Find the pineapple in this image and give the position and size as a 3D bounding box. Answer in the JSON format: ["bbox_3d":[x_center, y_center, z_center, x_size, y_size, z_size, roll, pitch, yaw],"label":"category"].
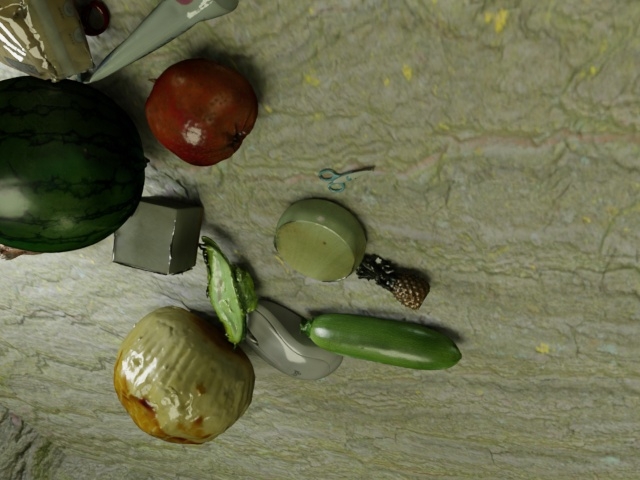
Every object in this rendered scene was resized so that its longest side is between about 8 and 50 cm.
[{"bbox_3d":[0.148,0.085,1.306,0.159,0.074,0.074,28,143,8],"label":"pineapple"}]

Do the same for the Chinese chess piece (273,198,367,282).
[{"bbox_3d":[0.000,0.000,1.271,0.189,0.083,0.188,16,140,14],"label":"Chinese chess piece"}]

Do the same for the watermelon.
[{"bbox_3d":[-0.501,-0.138,1.152,0.363,0.363,0.363,15,142,12],"label":"watermelon"}]

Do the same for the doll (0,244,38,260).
[{"bbox_3d":[-0.818,-0.021,1.621,0.303,0.156,0.201,-2,137,36],"label":"doll"}]

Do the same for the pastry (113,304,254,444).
[{"bbox_3d":[-0.374,0.370,1.668,0.389,0.312,0.388,35,177,2],"label":"pastry"}]

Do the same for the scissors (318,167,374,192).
[{"bbox_3d":[0.050,-0.118,1.153,0.119,0.014,0.058,-12,131,42],"label":"scissors"}]

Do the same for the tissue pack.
[{"bbox_3d":[-0.495,-0.391,0.992,0.215,0.123,0.256,25,141,31],"label":"tissue pack"}]

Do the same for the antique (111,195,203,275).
[{"bbox_3d":[-0.349,-0.013,1.360,0.147,0.148,0.151,13,100,14],"label":"antique"}]

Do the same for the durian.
[{"bbox_3d":[-0.220,0.128,1.507,0.132,0.106,0.375,3,130,18],"label":"durian"}]

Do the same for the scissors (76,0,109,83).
[{"bbox_3d":[-0.459,-0.360,1.133,0.144,0.017,0.247,29,144,-5],"label":"scissors"}]

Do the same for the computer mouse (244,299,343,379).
[{"bbox_3d":[-0.088,0.274,1.612,0.297,0.121,0.184,30,144,-9],"label":"computer mouse"}]

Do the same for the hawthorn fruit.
[{"bbox_3d":[-0.211,-0.226,1.049,0.200,0.179,0.179,40,145,13],"label":"hawthorn fruit"}]

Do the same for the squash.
[{"bbox_3d":[0.129,0.233,1.457,0.395,0.107,0.107,8,140,23],"label":"squash"}]

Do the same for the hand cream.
[{"bbox_3d":[-0.245,-0.341,0.972,0.341,0.124,0.077,-16,125,34],"label":"hand cream"}]
